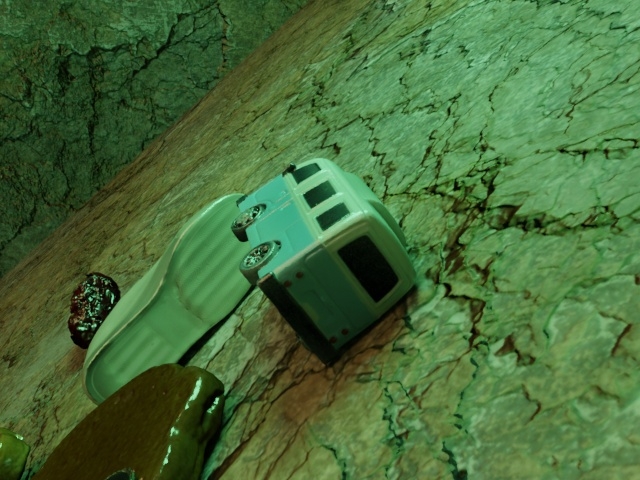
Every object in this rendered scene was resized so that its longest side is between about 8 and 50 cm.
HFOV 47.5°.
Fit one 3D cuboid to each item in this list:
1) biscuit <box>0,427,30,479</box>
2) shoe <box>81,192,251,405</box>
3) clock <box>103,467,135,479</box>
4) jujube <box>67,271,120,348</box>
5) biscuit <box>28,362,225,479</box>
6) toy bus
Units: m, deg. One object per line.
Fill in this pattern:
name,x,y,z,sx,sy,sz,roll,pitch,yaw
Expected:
biscuit,-0.467,0.379,0.976,0.287,0.057,0.344,-57,19,8
shoe,-0.221,0.085,1.089,0.363,0.132,0.160,-53,18,-15
clock,-0.217,0.260,0.722,0.083,0.010,0.074,-29,24,30
jujube,-0.437,0.139,1.401,0.104,0.104,0.166,-30,38,30
biscuit,-0.252,0.299,0.804,0.359,0.074,0.381,-39,24,13
toy bus,0.000,0.000,0.852,0.165,0.133,0.271,-36,24,3
